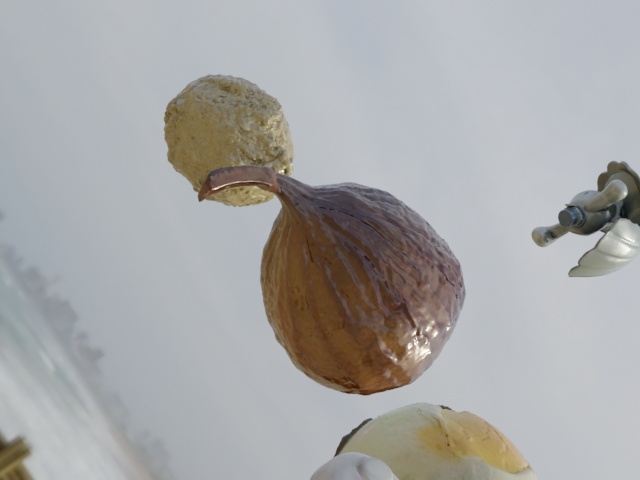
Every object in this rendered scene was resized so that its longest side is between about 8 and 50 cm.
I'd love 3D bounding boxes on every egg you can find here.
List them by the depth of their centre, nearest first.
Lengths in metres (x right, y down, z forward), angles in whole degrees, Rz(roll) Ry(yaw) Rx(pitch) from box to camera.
[{"bbox_3d":[-0.084,-0.092,1.201,0.140,0.116,0.118,41,-30,12],"label":"egg"},{"bbox_3d":[0.166,0.387,1.729,0.337,0.337,0.201,56,-6,-4],"label":"egg"}]

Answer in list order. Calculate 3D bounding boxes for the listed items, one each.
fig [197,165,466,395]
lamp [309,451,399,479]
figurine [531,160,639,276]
[{"bbox_3d":[0.000,0.000,0.828,0.201,0.134,0.146,51,-13,-29],"label":"fig"},{"bbox_3d":[0.076,0.284,1.103,0.179,0.108,0.246,23,31,-51],"label":"lamp"},{"bbox_3d":[0.224,-0.016,1.029,0.082,0.086,0.094,59,-26,20],"label":"figurine"}]
